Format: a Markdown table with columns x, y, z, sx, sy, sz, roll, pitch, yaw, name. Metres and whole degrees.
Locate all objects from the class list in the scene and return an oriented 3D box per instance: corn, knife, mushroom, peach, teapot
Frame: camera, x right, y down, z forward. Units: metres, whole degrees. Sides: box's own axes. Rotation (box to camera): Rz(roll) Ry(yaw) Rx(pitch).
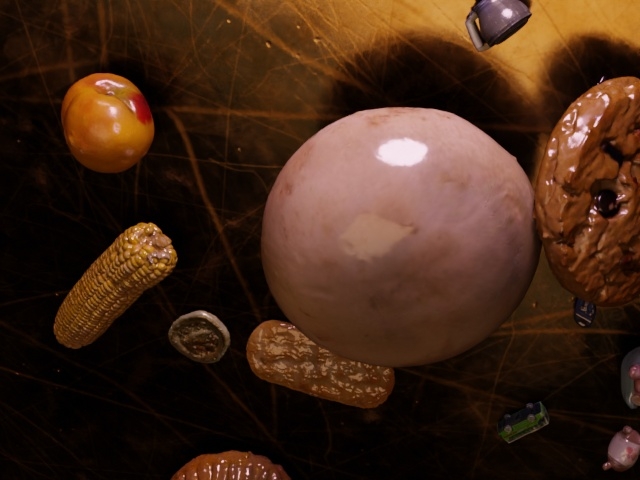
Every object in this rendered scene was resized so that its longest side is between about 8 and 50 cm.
| x | y | z | sx | sy | sz | roll | pitch | yaw | name |
| --- | --- | --- | --- | --- | --- | --- | --- | --- | --- |
| -0.331 | 0.079 | 1.487 | 0.101 | 0.101 | 0.291 | 40 | 123 | -10 | corn |
| 0.393 | 0.073 | 1.363 | 0.031 | 0.018 | 0.121 | 16 | 120 | 12 | knife |
| 0.101 | -0.013 | 1.230 | 0.362 | 0.295 | 0.362 | -2 | 124 | -3 | mushroom |
| -0.298 | -0.160 | 1.322 | 0.138 | 0.138 | 0.138 | 5 | 119 | 10 | peach |
| 0.219 | -0.278 | 1.190 | 0.057 | 0.066 | 0.088 | 55 | 140 | 3 | teapot |

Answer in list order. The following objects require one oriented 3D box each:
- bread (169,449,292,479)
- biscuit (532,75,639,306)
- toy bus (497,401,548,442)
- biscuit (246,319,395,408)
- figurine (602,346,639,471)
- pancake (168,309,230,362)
| x | y | z | sx | sy | sz | roll | pitch | yaw | name |
| --- | --- | --- | --- | --- | --- | --- | --- | --- | --- |
| -0.152 | 0.498 | 1.648 | 0.274 | 0.149 | 0.274 | 2 | 120 | 4 | bread |
| 0.378 | -0.056 | 1.170 | 0.075 | 0.296 | 0.296 | 17 | 132 | 53 | biscuit |
| 0.322 | 0.288 | 1.491 | 0.083 | 0.031 | 0.037 | -33 | 114 | 26 | toy bus |
| -0.001 | 0.202 | 1.516 | 0.247 | 0.029 | 0.118 | 16 | 120 | 4 | biscuit |
| 0.491 | 0.267 | 1.391 | 0.205 | 0.103 | 0.260 | -22 | 118 | -4 | figurine |
| -0.198 | 0.158 | 1.544 | 0.108 | 0.017 | 0.108 | 5 | 123 | 8 | pancake |
